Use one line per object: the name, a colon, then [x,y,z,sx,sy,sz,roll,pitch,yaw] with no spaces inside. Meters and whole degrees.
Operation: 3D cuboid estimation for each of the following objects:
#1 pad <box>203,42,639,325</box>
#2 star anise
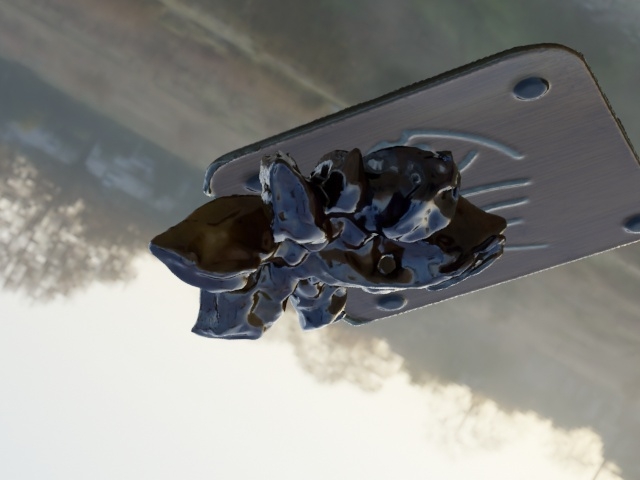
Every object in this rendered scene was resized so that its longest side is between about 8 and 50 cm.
pad: [0.094,-0.031,0.986,0.284,0.287,0.018,45,-148,-51]
star anise: [0.000,0.000,0.591,0.168,0.168,0.057,26,-132,-49]
